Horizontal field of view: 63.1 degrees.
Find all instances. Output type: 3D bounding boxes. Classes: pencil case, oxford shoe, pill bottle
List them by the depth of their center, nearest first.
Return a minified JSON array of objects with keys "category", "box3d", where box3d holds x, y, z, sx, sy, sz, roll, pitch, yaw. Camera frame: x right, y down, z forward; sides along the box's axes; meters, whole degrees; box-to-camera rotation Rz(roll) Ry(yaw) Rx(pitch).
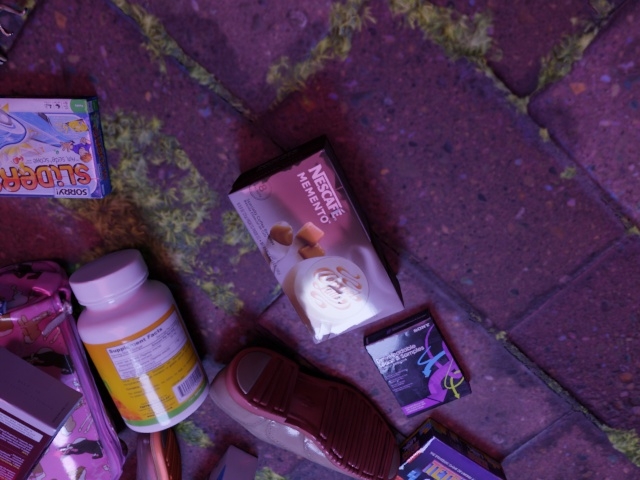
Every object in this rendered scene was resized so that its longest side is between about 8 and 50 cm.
[{"category":"pill bottle","box3d":[-0.268,0.144,0.768,0.136,0.136,0.246,-13,111,8]},{"category":"pencil case","box3d":[-0.421,0.230,0.804,0.160,0.167,0.386,-23,117,-33]},{"category":"oxford shoe","box3d":[-0.021,0.293,0.853,0.348,0.123,0.130,38,136,-14]},{"category":"oxford shoe","box3d":[-0.308,0.473,0.895,0.132,0.130,0.364,1,106,-10]}]

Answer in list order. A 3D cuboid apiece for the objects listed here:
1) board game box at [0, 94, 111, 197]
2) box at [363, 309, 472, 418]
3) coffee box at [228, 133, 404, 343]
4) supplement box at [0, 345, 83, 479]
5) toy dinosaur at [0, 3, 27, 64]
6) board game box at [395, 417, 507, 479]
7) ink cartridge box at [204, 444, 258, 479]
[{"category":"board game box","box3d":[-0.400,-0.128,0.715,0.201,0.035,0.136,1,113,2]},{"category":"box","box3d":[0.155,0.200,0.831,0.116,0.029,0.162,-27,108,13]},{"category":"coffee box","box3d":[0.000,0.000,0.716,0.141,0.098,0.247,-23,110,12]},{"category":"supplement box","box3d":[-0.437,0.269,0.698,0.130,0.073,0.239,36,111,-10]},{"category":"toy dinosaur","box3d":[-0.422,-0.310,0.630,0.092,0.053,0.183,-11,112,9]},{"category":"board game box","box3d":[0.211,0.407,0.906,0.170,0.048,0.141,34,111,-11]},{"category":"ink cartridge box","box3d":[-0.185,0.466,0.917,0.060,0.104,0.180,31,110,-10]}]
